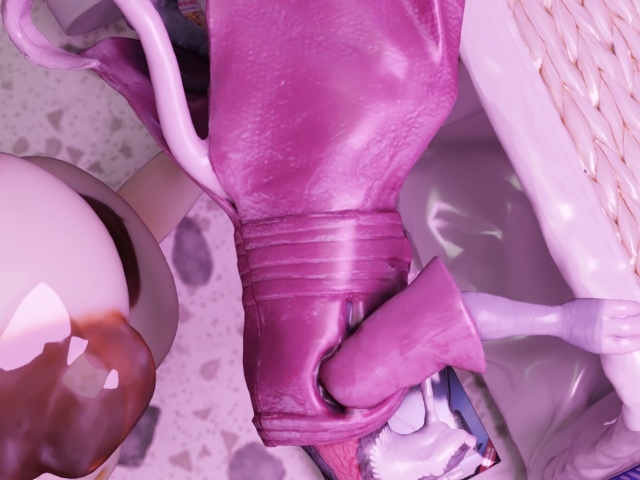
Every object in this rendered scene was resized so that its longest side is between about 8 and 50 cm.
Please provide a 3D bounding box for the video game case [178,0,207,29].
[{"bbox_3d":[-0.076,-0.110,1.421,0.015,0.119,0.166,-30,87,14],"label":"video game case"}]

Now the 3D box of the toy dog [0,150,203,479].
[{"bbox_3d":[-0.211,0.071,1.244,0.395,0.408,0.285,-29,87,-6],"label":"toy dog"}]

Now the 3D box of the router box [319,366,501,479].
[{"bbox_3d":[0.058,0.149,1.442,0.122,0.038,0.092,-28,86,-7],"label":"router box"}]

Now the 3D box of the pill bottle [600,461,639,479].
[{"bbox_3d":[0.258,0.223,1.385,0.264,0.153,0.153,-23,86,-14],"label":"pill bottle"}]

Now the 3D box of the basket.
[{"bbox_3d":[0.216,-0.041,1.321,0.266,0.328,0.331,-24,79,-11],"label":"basket"}]

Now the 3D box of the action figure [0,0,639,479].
[{"bbox_3d":[0.000,0.000,1.115,0.275,0.248,0.370,-2,81,-32],"label":"action figure"}]

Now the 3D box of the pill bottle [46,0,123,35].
[{"bbox_3d":[-0.198,-0.266,1.424,0.124,0.124,0.221,-29,86,-7],"label":"pill bottle"}]
